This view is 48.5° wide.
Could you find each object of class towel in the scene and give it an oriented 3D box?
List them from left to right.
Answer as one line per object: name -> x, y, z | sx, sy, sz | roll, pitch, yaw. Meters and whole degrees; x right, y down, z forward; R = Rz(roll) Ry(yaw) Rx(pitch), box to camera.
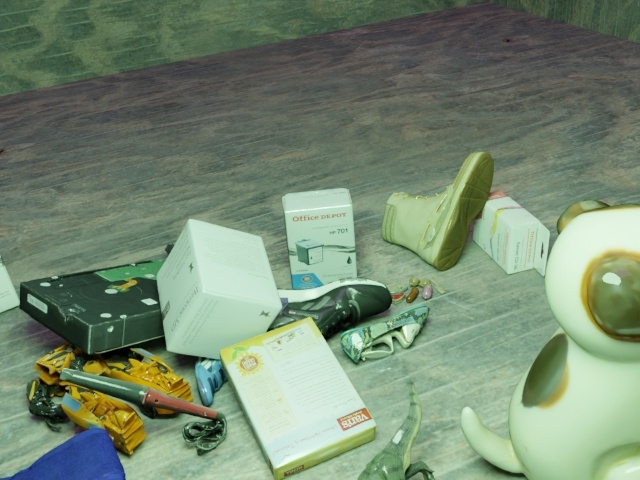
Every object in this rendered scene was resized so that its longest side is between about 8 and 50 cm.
towel -> -0.349, 0.409, 0.947 | 0.227, 0.076, 0.308 | -25, 36, -18

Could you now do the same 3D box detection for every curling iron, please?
curling iron -> -0.262, 0.251, 1.081 | 0.274, 0.035, 0.068 | 29, 51, -17

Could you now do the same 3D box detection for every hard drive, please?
hard drive -> -0.355, 0.114, 1.351 | 0.236, 0.064, 0.338 | 20, 20, 36

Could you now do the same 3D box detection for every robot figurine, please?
robot figurine -> -0.367, 0.243, 1.210 | 0.290, 0.085, 0.211 | 17, 36, 33

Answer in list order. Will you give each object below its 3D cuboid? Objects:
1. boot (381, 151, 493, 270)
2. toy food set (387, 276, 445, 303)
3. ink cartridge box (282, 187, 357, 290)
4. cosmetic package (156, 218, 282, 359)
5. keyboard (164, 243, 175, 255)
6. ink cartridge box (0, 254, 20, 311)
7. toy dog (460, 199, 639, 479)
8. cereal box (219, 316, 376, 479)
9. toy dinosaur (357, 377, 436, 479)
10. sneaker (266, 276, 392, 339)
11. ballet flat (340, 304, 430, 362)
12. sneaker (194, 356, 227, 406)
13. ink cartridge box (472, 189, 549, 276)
boot -> 0.248, -0.088, 1.546 | 0.095, 0.262, 0.203 | 15, 9, -41
toy food set -> 0.185, 0.099, 1.433 | 0.122, 0.019, 0.078 | -14, 31, -15
ink cartridge box -> 0.000, 0.000, 1.463 | 0.139, 0.191, 0.082 | -6, 30, -1
cosmetic package -> -0.181, 0.089, 1.243 | 0.151, 0.151, 0.184 | 15, 34, -31
keyboard -> -0.275, 0.039, 1.542 | 0.108, 0.023, 0.180 | 10, 7, -41
ink cartridge box -> -0.746, 0.008, 1.488 | 0.114, 0.273, 0.198 | -23, 34, -24
toy dog -> 0.394, 0.142, 0.943 | 0.395, 0.408, 0.285 | 4, 31, 15
cereal box -> -0.041, 0.245, 1.142 | 0.172, 0.047, 0.240 | -17, 47, -19
toy dinosaur -> 0.106, 0.325, 0.970 | 0.268, 0.118, 0.064 | -51, 9, -35
sneaker -> -0.001, 0.156, 1.318 | 0.283, 0.107, 0.124 | -8, 48, -2
ballet flat -> 0.128, 0.174, 1.288 | 0.188, 0.070, 0.070 | -18, 33, -18
sneaker -> -0.187, 0.229, 1.239 | 0.059, 0.053, 0.144 | -5, 31, -3
ink cartridge box -> 0.396, -0.011, 1.494 | 0.067, 0.115, 0.198 | -12, 30, -13
